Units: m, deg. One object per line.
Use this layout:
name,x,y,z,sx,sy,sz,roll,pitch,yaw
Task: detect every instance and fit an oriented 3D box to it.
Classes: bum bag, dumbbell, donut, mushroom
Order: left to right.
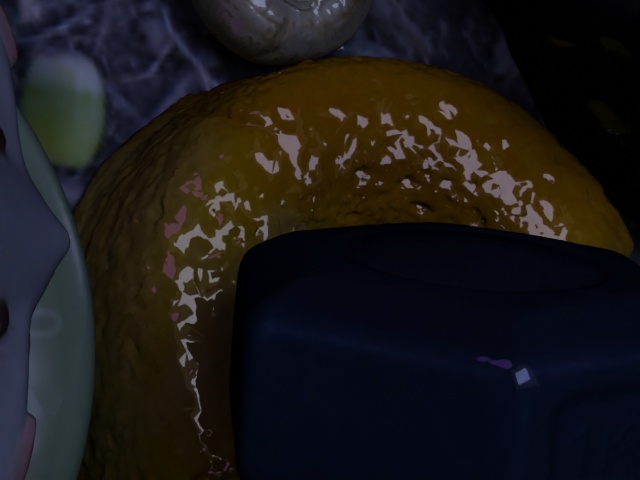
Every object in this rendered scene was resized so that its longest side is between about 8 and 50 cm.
mushroom,-0.016,-0.113,0.637,0.084,0.067,0.083,3,84,-27
donut,-0.006,-0.002,0.608,0.259,0.101,0.152,-29,87,-26
dumbbell,0.033,0.158,0.497,0.144,0.160,0.324,-20,118,-65
bum bag,0.129,-0.054,0.638,0.107,0.232,0.060,32,80,27

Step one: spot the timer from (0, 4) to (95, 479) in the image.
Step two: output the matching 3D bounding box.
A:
timer,-0.163,0.018,0.387,0.291,0.315,0.290,7,75,-28
